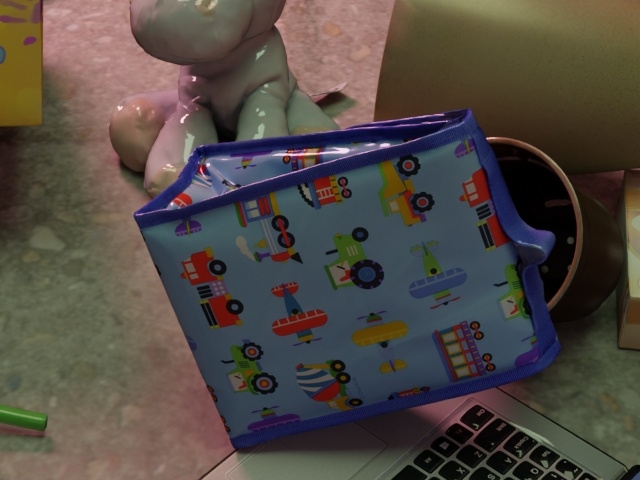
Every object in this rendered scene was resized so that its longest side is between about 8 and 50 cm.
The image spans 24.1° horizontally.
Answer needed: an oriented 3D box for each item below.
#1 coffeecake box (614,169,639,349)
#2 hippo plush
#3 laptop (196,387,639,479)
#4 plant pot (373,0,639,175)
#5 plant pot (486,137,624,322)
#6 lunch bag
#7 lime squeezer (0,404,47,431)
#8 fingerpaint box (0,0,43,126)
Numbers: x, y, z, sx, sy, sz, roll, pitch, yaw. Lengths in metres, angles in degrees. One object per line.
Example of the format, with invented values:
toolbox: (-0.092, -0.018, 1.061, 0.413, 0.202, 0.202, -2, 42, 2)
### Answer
coffeecake box: (0.351, 0.021, 1.394, 0.142, 0.068, 0.185, 6, 41, 4)
hippo plush: (-0.069, -0.182, 1.483, 0.234, 0.236, 0.294, 30, 48, 29)
laptop: (0.094, 0.179, 1.075, 0.408, 0.236, 0.382, 31, 48, 29)
plant pot: (0.213, -0.162, 1.437, 0.274, 0.256, 0.256, 13, 42, 11)
plant pot: (0.180, 0.007, 1.307, 0.167, 0.167, 0.165, 33, 10, 30)
lunch bag: (0.039, 0.024, 1.174, 0.293, 0.221, 0.138, -10, 25, 26)
lime squeezer: (-0.375, 0.102, 1.297, 0.310, 0.058, 0.110, 31, 19, 31)
fingerpaint box: (-0.501, -0.223, 1.438, 0.445, 0.163, 0.371, -2, 20, -14)
